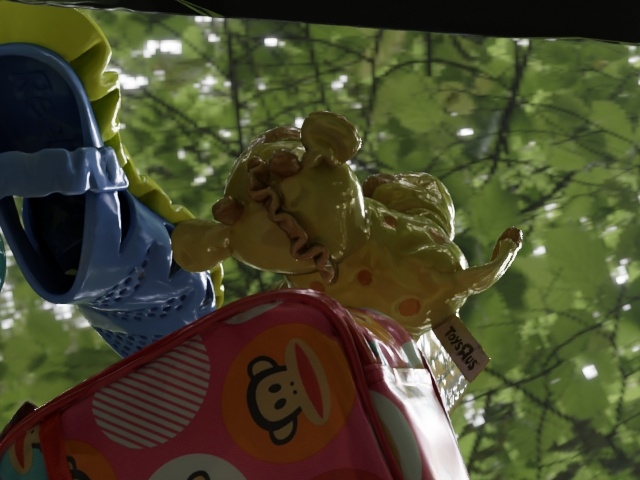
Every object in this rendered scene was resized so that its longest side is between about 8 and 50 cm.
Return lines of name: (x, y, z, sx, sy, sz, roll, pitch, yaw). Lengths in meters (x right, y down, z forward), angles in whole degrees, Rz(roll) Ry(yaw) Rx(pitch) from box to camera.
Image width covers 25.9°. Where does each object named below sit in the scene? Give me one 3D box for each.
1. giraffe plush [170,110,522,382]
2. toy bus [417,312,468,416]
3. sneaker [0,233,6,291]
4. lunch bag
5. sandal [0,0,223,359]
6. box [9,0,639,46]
giraffe plush: (0.000, 0.000, 0.877, 0.181, 0.170, 0.210, -55, -151, -7)
toy bus: (0.050, 0.111, 1.203, 0.108, 0.333, 0.130, -8, -87, 14)
sneaker: (-0.276, 0.003, 0.559, 0.121, 0.302, 0.108, 166, -73, -71)
lunch bag: (-0.038, 0.192, 0.669, 0.258, 0.120, 0.293, -28, -108, 16)
sandal: (-0.165, -0.004, 0.952, 0.126, 0.138, 0.317, -10, -48, 21)
box: (0.000, -0.129, 0.221, 0.242, 0.307, 0.076, 6, -105, 13)
